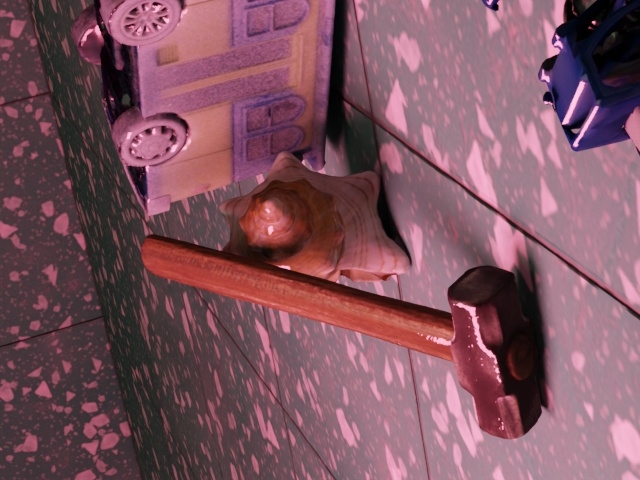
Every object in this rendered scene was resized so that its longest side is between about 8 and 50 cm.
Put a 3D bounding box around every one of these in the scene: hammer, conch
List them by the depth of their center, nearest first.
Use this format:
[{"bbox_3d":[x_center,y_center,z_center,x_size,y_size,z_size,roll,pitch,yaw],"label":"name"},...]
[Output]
[{"bbox_3d":[0.000,0.044,1.157,0.365,0.043,0.111,14,132,43],"label":"hammer"},{"bbox_3d":[0.003,-0.011,1.282,0.137,0.234,0.114,5,92,33],"label":"conch"}]

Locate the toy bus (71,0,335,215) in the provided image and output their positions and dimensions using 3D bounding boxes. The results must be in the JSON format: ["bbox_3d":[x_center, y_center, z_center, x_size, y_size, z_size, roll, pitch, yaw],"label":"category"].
[{"bbox_3d":[-0.090,-0.177,1.269,0.312,0.190,0.152,94,155,-54],"label":"toy bus"}]

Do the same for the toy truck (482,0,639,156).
[{"bbox_3d":[0.134,-0.103,0.633,0.113,0.126,0.208,103,149,-63],"label":"toy truck"}]
